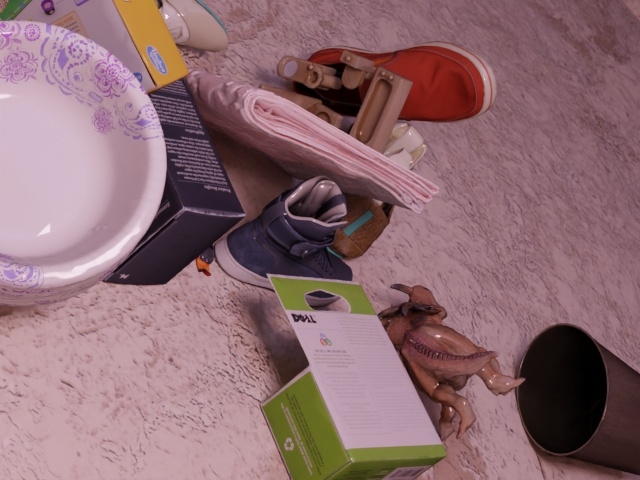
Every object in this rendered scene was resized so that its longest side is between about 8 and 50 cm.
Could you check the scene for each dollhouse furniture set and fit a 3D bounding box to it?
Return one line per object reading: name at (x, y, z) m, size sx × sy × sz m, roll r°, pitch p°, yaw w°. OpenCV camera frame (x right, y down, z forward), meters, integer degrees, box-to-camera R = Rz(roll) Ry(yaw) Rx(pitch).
dollhouse furniture set at (0.011, -0.191, 2.275) m, size 0.123 × 0.144 × 0.151 m, roll 10°, pitch 17°, yaw -47°

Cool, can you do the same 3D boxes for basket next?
basket at (0.413, 0.246, 2.396) m, size 0.227 × 0.154 × 0.204 m, roll 28°, pitch 39°, yaw -40°

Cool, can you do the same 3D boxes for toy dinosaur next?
toy dinosaur at (0.142, 0.141, 2.103) m, size 0.200 × 0.127 × 0.296 m, roll 50°, pitch -4°, yaw 4°

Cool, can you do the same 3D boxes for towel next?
towel at (-0.058, -0.134, 2.091) m, size 0.317 × 0.053 × 0.332 m, roll 27°, pitch -4°, yaw -35°

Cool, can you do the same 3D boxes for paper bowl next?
paper bowl at (-0.311, -0.071, 1.712) m, size 0.284 × 0.148 × 0.284 m, roll 6°, pitch 71°, yaw -19°

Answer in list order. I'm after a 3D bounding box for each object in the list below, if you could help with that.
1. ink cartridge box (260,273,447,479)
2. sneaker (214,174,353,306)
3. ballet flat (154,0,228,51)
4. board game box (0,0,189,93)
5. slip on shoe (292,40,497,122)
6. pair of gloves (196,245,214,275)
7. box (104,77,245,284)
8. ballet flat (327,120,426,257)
ink cartridge box at (0.017, 0.174, 1.999) m, size 0.189 × 0.097 × 0.255 m, roll 6°, pitch 51°, yaw -50°
sneaker at (0.000, 0.001, 2.098) m, size 0.226 × 0.163 × 0.086 m, roll 15°, pitch 44°, yaw -47°
ballet flat at (-0.234, -0.325, 2.233) m, size 0.248 × 0.086 × 0.086 m, roll 42°, pitch 32°, yaw -11°
board game box at (-0.312, -0.277, 1.830) m, size 0.064 × 0.242 × 0.316 m, roll -35°, pitch 102°, yaw -53°
slip on shoe at (0.101, -0.218, 2.364) m, size 0.101 × 0.331 × 0.123 m, roll -37°, pitch 126°, yaw -45°
pair of gloves at (-0.162, 0.001, 2.031) m, size 0.083 × 0.010 × 0.074 m, roll 29°, pitch 37°, yaw -34°
box at (-0.204, -0.073, 1.918) m, size 0.108 × 0.153 × 0.207 m, roll 5°, pitch 54°, yaw -51°
ballet flat at (0.084, -0.100, 2.350) m, size 0.116 × 0.124 × 0.342 m, roll 46°, pitch 31°, yaw -11°
